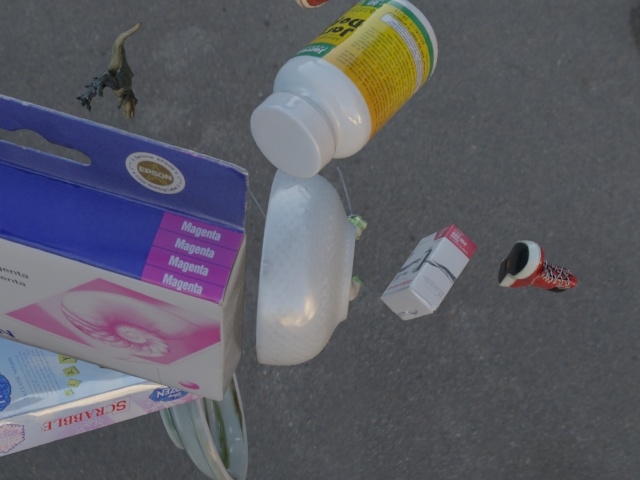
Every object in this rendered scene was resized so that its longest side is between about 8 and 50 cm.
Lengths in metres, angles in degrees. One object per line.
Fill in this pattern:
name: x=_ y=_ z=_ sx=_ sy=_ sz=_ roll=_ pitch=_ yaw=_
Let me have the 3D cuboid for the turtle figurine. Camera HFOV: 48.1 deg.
turtle figurine: x=0.000 y=0.000 z=1.549 sx=0.198 sy=0.266 sz=0.274 roll=-27 pitch=51 yaw=-9

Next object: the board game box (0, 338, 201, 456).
board game box: x=-0.368 y=0.142 z=1.025 sx=0.318 sy=0.066 sz=0.319 roll=-9 pitch=35 yaw=-34

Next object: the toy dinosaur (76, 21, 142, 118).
toy dinosaur: x=-0.389 y=-0.299 z=1.335 sx=0.064 sy=0.268 sz=0.118 roll=43 pitch=64 yaw=3

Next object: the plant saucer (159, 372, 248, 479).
plant saucer: x=-0.239 y=0.283 z=1.371 sx=0.100 sy=0.400 sz=0.400 roll=-16 pitch=65 yaw=1

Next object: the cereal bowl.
cereal bowl: x=-0.017 y=0.049 z=1.209 sx=0.141 sy=0.339 sz=0.339 roll=7 pitch=61 yaw=2

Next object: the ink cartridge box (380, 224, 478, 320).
ink cartridge box: x=0.265 y=0.081 z=1.764 sx=0.092 sy=0.158 sz=0.218 roll=41 pitch=64 yaw=-8

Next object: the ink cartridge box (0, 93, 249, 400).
ink cartridge box: x=-0.225 y=0.016 z=0.598 sx=0.324 sy=0.330 sz=0.071 roll=16 pitch=60 yaw=3

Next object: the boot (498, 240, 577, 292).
boot: x=0.531 y=0.067 z=1.683 sx=0.176 sy=0.244 sz=0.088 roll=9 pitch=76 yaw=3

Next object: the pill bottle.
pill bottle: x=0.024 y=-0.160 z=0.751 sx=0.117 sy=0.117 sz=0.208 roll=37 pitch=60 yaw=10

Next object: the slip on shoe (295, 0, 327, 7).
slip on shoe: x=0.050 y=-0.560 z=1.442 sx=0.101 sy=0.123 sz=0.331 roll=8 pitch=36 yaw=37
